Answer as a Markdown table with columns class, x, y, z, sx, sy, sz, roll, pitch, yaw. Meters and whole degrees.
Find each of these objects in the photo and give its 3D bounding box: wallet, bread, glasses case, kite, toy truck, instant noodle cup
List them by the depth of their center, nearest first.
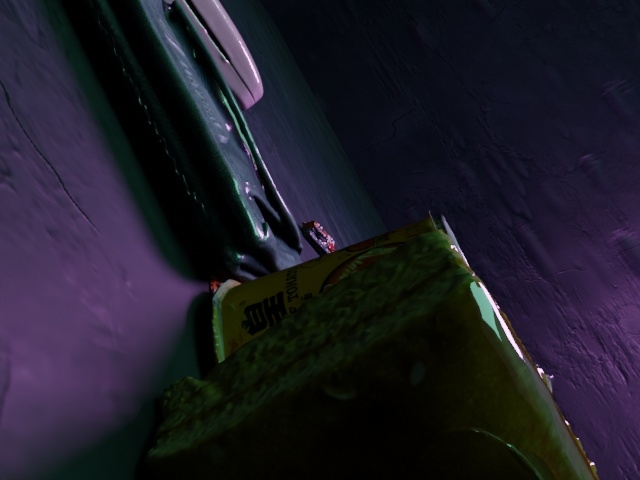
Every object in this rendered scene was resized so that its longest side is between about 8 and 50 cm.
| class | x | y | z | sx | sy | sz | roll | pitch | yaw |
| --- | --- | --- | --- | --- | --- | --- | --- | --- | --- |
| bread | 0.049 | 0.137 | 0.392 | 0.234 | 0.184 | 0.110 | 55 | 13 | -22 |
| instant noodle cup | 0.045 | 0.091 | 0.550 | 0.215 | 0.172 | 0.216 | 60 | 10 | -18 |
| kite | -0.072 | 0.031 | 0.659 | 0.125 | 0.008 | 0.222 | 60 | 7 | 16 |
| wallet | -0.109 | -0.116 | 0.708 | 0.342 | 0.075 | 0.237 | 60 | 3 | 14 |
| glasses case | -0.163 | -0.274 | 0.888 | 0.297 | 0.075 | 0.113 | 53 | -7 | -35 |
| toy truck | 0.000 | 0.000 | 1.128 | 0.083 | 0.024 | 0.032 | 46 | 38 | -51 |

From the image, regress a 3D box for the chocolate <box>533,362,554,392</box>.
| class | x | y | z | sx | sy | sz | roll | pitch | yaw |
| --- | --- | --- | --- | --- | --- | --- | --- | --- | --- |
| chocolate | 0.116 | 0.186 | 0.763 | 0.147 | 0.221 | 0.221 | 32 | -15 | 46 |
